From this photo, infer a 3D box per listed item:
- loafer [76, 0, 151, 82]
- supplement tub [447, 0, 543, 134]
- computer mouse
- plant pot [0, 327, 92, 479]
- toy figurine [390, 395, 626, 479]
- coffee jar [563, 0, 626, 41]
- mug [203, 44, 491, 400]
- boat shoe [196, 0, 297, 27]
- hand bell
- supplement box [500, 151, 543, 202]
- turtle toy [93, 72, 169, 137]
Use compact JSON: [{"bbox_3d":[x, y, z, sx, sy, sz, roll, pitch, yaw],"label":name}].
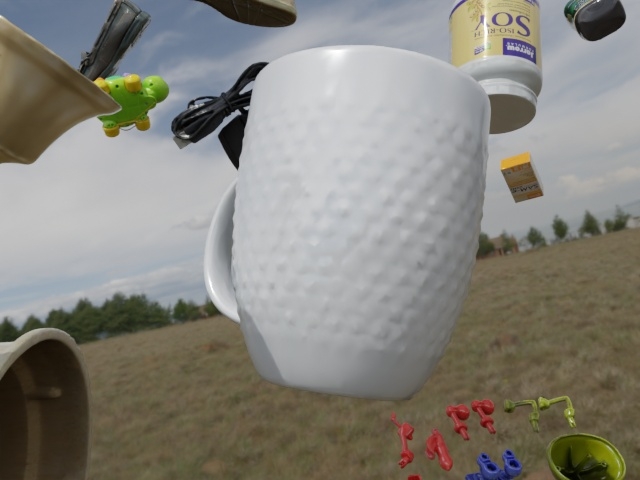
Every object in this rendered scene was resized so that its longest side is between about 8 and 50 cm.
[{"bbox_3d":[-0.484,-0.413,1.283,0.268,0.084,0.096,-51,15,5],"label":"loafer"},{"bbox_3d":[0.455,-0.474,1.520,0.240,0.332,0.241,4,-18,1],"label":"supplement tub"},{"bbox_3d":[-0.102,-0.149,0.959,0.188,0.072,0.272,-32,-32,5],"label":"computer mouse"},{"bbox_3d":[-0.431,0.247,0.559,0.305,0.334,0.334,3,-5,-2],"label":"plant pot"},{"bbox_3d":[0.278,0.406,0.945,0.362,0.217,0.191,-2,29,-17],"label":"toy figurine"},{"bbox_3d":[0.587,-0.487,1.241,0.096,0.079,0.184,-27,19,24],"label":"coffee jar"},{"bbox_3d":[0.000,0.000,0.679,0.374,0.328,0.276,-1,-13,39],"label":"mug"},{"bbox_3d":[-0.179,-0.476,1.045,0.302,0.098,0.109,16,-6,-6],"label":"boat shoe"},{"bbox_3d":[-0.277,-0.044,0.446,0.242,0.126,0.126,-56,-2,-4],"label":"hand bell"},{"bbox_3d":[0.425,-0.132,1.218,0.062,0.098,0.036,-16,38,30],"label":"supplement box"},{"bbox_3d":[-0.301,-0.224,0.909,0.130,0.066,0.095,-17,-43,-18],"label":"turtle toy"}]
